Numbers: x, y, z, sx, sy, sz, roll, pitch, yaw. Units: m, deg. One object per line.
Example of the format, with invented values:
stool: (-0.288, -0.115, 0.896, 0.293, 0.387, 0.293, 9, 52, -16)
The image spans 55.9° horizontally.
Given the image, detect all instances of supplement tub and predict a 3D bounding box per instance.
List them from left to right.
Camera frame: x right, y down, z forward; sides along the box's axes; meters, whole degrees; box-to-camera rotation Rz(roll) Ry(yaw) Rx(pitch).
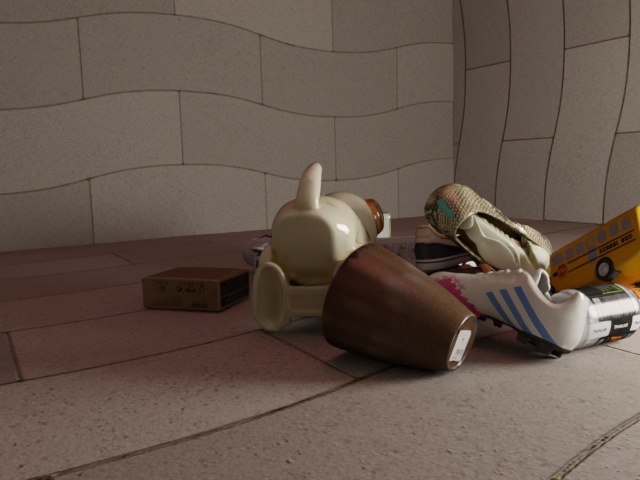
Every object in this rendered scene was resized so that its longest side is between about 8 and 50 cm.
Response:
supplement tub: (0.551, 0.147, 1.201, 0.190, 0.117, 0.117, -5, 8, -25)

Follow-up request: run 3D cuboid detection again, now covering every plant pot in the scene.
plant pot: (0.158, 0.143, 1.104, 0.230, 0.215, 0.215, 23, 20, 34)

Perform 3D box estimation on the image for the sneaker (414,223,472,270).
sneaker: (0.381, -0.004, 1.634, 0.321, 0.127, 0.126, -9, 3, -40)

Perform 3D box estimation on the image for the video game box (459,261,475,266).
video game box: (0.421, 0.069, 2.160, 0.187, 0.048, 0.205, -6, 8, -17)

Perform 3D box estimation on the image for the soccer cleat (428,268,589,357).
soccer cleat: (0.367, 0.106, 1.195, 0.331, 0.143, 0.116, 25, 3, 41)

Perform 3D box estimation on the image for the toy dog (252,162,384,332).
toy dog: (0.008, 0.005, 1.470, 0.284, 0.395, 0.408, -12, 10, 18)

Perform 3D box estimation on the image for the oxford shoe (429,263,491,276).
oxford shoe: (0.335, 0.127, 1.455, 0.132, 0.130, 0.364, -8, -2, 0)

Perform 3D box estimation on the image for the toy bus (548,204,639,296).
toy bus: (0.611, 0.056, 1.324, 0.108, 0.130, 0.333, 10, -26, -16)

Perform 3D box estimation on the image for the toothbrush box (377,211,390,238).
toothbrush box: (0.158, -0.003, 2.152, 0.122, 0.206, 0.283, -3, 6, -11)

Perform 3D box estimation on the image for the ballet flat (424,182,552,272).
ballet flat: (0.445, 0.024, 1.476, 0.483, 0.164, 0.182, 27, 24, -35)

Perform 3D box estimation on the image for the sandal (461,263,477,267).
sandal: (0.559, 0.082, 1.763, 0.445, 0.107, 0.167, 3, 9, 28)

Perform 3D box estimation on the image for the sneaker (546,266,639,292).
sneaker: (0.705, 0.083, 1.454, 0.145, 0.147, 0.384, -26, 16, -26)

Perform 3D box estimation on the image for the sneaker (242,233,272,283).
sneaker: (-0.181, 0.059, 1.995, 0.366, 0.137, 0.210, 9, 10, 42)

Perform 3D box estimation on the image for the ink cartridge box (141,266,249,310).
ink cartridge box: (-0.338, 0.130, 1.664, 0.234, 0.088, 0.193, 0, 6, 19)

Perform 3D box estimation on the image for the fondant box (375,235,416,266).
fondant box: (0.183, 0.050, 1.865, 0.330, 0.096, 0.238, -4, -7, 12)

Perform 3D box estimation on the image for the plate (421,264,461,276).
plate: (0.328, 0.097, 1.697, 0.188, 0.024, 0.188, -10, -20, -4)
